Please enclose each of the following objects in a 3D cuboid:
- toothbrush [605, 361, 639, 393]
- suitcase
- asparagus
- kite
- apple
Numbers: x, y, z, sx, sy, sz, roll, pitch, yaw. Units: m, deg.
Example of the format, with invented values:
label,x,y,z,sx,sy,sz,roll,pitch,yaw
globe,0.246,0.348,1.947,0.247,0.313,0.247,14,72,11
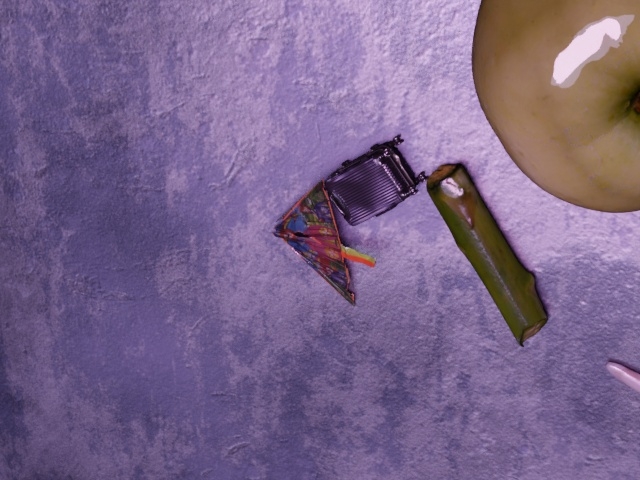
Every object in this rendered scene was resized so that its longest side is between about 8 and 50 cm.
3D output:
label,x,y,z,sx,sy,sz,roll,pitch,yaw
toothbrush,0.522,0.248,1.637,0.307,0.029,0.025,30,131,8
suitcase,0.072,-0.079,1.661,0.126,0.059,0.086,-27,102,35
asparagus,0.230,0.021,1.638,0.067,0.060,0.277,-29,101,22
kite,0.000,0.000,1.727,0.183,0.014,0.241,20,138,30
apple,0.333,-0.216,1.302,0.357,0.357,0.357,10,118,20
